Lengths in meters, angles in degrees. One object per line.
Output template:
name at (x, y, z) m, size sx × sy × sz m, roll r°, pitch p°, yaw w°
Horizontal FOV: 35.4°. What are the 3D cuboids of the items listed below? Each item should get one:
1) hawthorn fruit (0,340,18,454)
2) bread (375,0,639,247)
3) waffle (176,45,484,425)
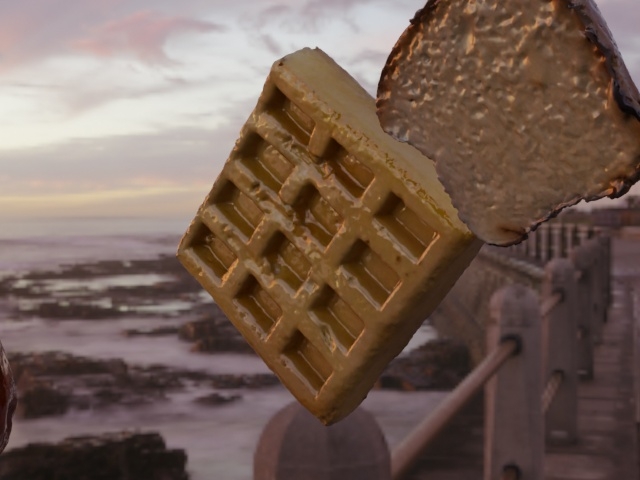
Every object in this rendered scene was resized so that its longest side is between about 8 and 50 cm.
hawthorn fruit at (-0.281, 0.102, 0.610) m, size 0.262 × 0.210 × 0.210 m, roll 11°, pitch 7°, yaw 29°
bread at (0.094, -0.066, 0.483) m, size 0.044 × 0.126 × 0.129 m, roll -28°, pitch -6°, yaw -47°
waffle at (0.000, 0.000, 0.841) m, size 0.221 × 0.247 × 0.055 m, roll 46°, pitch 33°, yaw 21°
